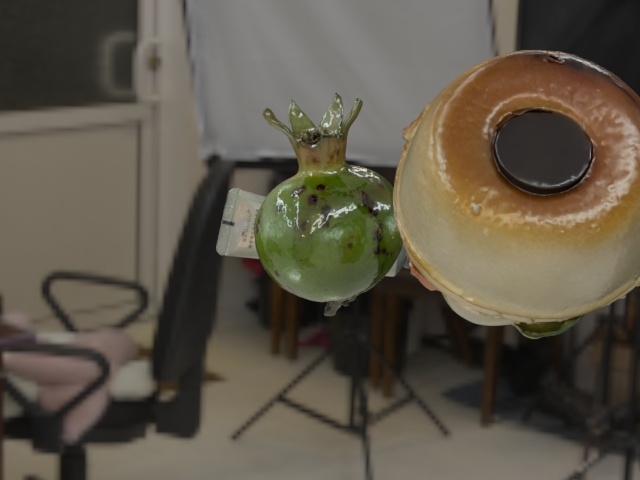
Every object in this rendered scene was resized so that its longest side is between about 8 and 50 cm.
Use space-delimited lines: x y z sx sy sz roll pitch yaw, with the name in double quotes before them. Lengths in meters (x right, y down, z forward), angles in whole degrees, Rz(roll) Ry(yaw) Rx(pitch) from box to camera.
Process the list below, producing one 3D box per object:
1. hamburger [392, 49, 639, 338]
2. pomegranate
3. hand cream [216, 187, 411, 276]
"hamburger" 0.163 -0.043 1.180 0.236 0.237 0.147 3 -26 2
"pomegranate" 0.001 -0.039 1.565 0.156 0.220 0.156 -17 -7 -2
"hand cream" 0.000 0.000 1.768 0.233 0.080 0.050 12 -1 4
